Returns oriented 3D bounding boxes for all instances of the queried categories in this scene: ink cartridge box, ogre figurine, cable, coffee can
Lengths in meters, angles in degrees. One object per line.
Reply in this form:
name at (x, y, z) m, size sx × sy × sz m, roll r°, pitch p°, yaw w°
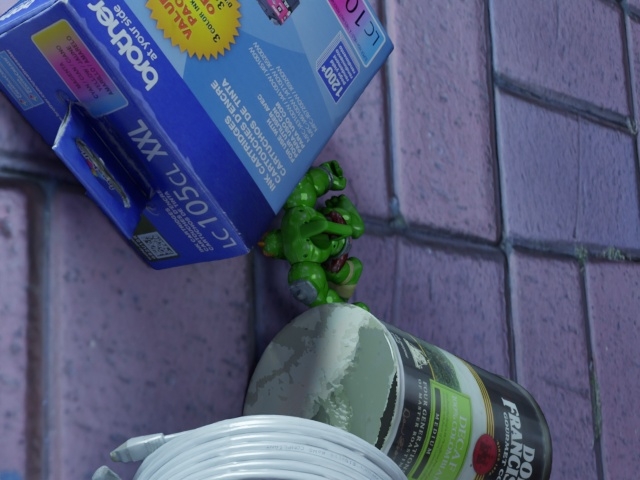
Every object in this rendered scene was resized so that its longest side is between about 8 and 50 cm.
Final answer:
ink cartridge box at (-0.121, -0.161, 0.897) m, size 0.270 × 0.151 × 0.395 m, roll 54°, pitch 49°, yaw -26°
ogre figurine at (0.000, 0.000, 1.037) m, size 0.118 × 0.096 × 0.197 m, roll 20°, pitch 79°, yaw -57°
cable at (-0.042, 0.259, 0.824) m, size 0.089 × 0.257 × 0.257 m, roll -87°, pitch 153°, yaw -58°
coffee can at (0.084, 0.202, 1.009) m, size 0.275 × 0.201 × 0.202 m, roll 28°, pitch 62°, yaw -41°
